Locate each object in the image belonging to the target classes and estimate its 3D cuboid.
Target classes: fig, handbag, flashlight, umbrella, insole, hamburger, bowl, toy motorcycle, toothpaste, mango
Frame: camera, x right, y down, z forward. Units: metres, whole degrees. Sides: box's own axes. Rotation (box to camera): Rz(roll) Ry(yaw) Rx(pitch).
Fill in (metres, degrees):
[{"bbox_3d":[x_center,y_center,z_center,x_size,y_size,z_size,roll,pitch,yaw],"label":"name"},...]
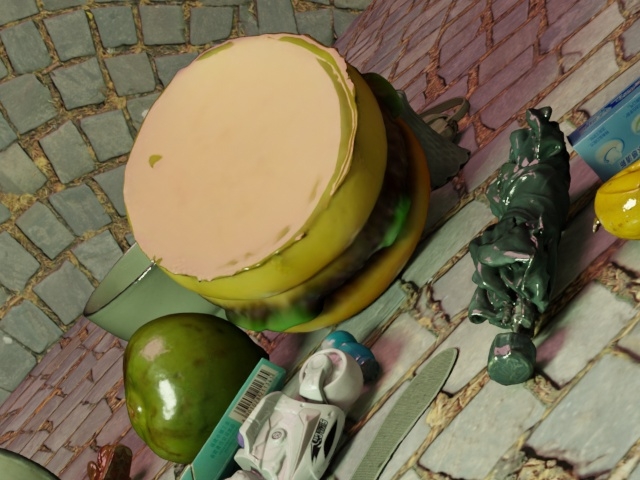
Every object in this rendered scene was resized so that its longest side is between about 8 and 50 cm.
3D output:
[{"bbox_3d":[-0.157,0.188,1.651,0.225,0.202,0.203,-16,-5,-33],"label":"fig"},{"bbox_3d":[0.133,-0.154,1.989,0.219,0.079,0.256,-47,15,-23],"label":"handbag"},{"bbox_3d":[0.039,0.139,1.472,0.051,0.051,0.129,-48,18,-10],"label":"flashlight"},{"bbox_3d":[0.201,0.006,1.250,0.094,0.143,0.348,6,44,13],"label":"umbrella"},{"bbox_3d":[0.076,0.199,1.276,0.232,0.003,0.080,-53,15,-26],"label":"insole"},{"bbox_3d":[-0.057,-0.059,1.672,0.396,0.277,0.395,-13,62,26],"label":"hamburger"},{"bbox_3d":[-0.240,0.066,2.217,0.354,0.185,0.354,-42,14,13],"label":"bowl"},{"bbox_3d":[-0.029,0.229,1.346,0.254,0.112,0.112,-52,15,-21],"label":"toy motorcycle"},{"bbox_3d":[0.386,-0.170,1.290,0.272,0.066,0.053,-41,14,17],"label":"toothpaste"},{"bbox_3d":[0.332,-0.058,1.138,0.187,0.066,0.101,-36,8,18],"label":"mango"}]

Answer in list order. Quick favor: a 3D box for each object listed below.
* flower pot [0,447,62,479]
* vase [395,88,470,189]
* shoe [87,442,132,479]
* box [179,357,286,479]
[{"bbox_3d":[-0.472,0.475,1.564,0.294,0.294,0.330,-38,23,28],"label":"flower pot"},{"bbox_3d":[0.141,-0.154,1.798,0.081,0.149,0.081,-43,13,12],"label":"vase"},{"bbox_3d":[-0.319,0.360,1.852,0.069,0.072,0.109,2,88,57],"label":"shoe"},{"bbox_3d":[-0.120,0.267,1.442,0.229,0.041,0.162,-56,-11,-36],"label":"box"}]
